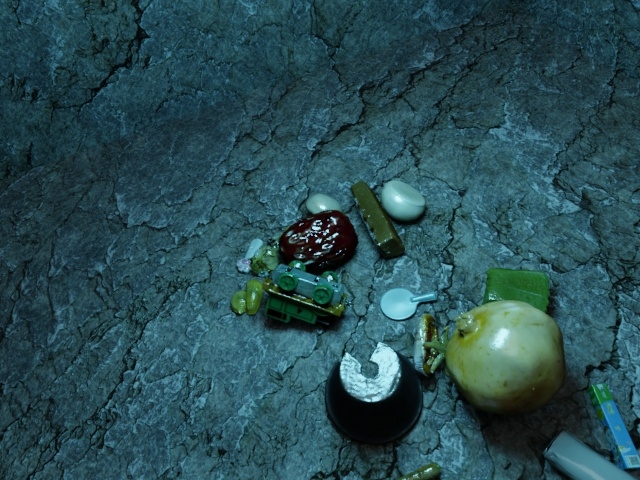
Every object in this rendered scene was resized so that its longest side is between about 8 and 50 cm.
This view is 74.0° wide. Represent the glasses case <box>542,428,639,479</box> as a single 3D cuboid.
[{"bbox_3d":[0.881,0.744,1.351,0.308,0.083,0.128,32,58,29],"label":"glasses case"}]

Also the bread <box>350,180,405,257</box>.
[{"bbox_3d":[0.265,-0.108,2.054,0.113,0.165,0.416,-31,50,13],"label":"bread"}]

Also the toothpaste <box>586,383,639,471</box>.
[{"bbox_3d":[0.987,0.627,1.432,0.050,0.065,0.266,-9,52,7],"label":"toothpaste"}]

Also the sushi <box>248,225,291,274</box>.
[{"bbox_3d":[-0.214,0.057,2.063,0.291,0.139,0.131,-43,38,-23],"label":"sushi"}]

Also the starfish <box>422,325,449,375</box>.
[{"bbox_3d":[0.470,0.437,1.632,0.208,0.175,0.053,-29,16,-40],"label":"starfish"}]

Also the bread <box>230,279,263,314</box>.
[{"bbox_3d":[-0.345,0.252,1.963,0.150,0.065,0.187,-3,54,14],"label":"bread"}]

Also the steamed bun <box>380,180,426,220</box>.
[{"bbox_3d":[0.396,-0.182,2.093,0.232,0.145,0.231,20,32,-14],"label":"steamed bun"}]

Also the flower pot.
[{"bbox_3d":[0.192,0.524,1.541,0.380,0.251,0.378,-4,53,5],"label":"flower pot"}]

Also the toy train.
[{"bbox_3d":[-0.074,0.246,1.813,0.430,0.248,0.178,19,19,5],"label":"toy train"}]

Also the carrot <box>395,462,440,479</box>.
[{"bbox_3d":[0.288,0.812,1.430,0.255,0.049,0.049,-20,52,-2],"label":"carrot"}]

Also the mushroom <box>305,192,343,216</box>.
[{"bbox_3d":[0.011,-0.137,2.125,0.207,0.206,0.208,14,75,20],"label":"mushroom"}]

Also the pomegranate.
[{"bbox_3d":[0.622,0.394,1.478,0.413,0.411,0.410,-5,52,6],"label":"pomegranate"}]

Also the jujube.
[{"bbox_3d":[0.000,0.000,1.960,0.377,0.258,0.258,-22,52,-19],"label":"jujube"}]

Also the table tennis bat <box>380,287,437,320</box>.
[{"bbox_3d":[0.380,0.264,1.838,0.245,0.040,0.152,-14,53,5],"label":"table tennis bat"}]

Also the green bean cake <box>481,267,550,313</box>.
[{"bbox_3d":[0.796,0.218,1.745,0.249,0.124,0.222,15,55,17],"label":"green bean cake"}]

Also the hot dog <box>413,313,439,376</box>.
[{"bbox_3d":[0.412,0.410,1.660,0.069,0.131,0.252,-17,42,35],"label":"hot dog"}]

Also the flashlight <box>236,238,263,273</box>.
[{"bbox_3d":[-0.345,0.072,2.108,0.093,0.047,0.200,11,56,19],"label":"flashlight"}]
